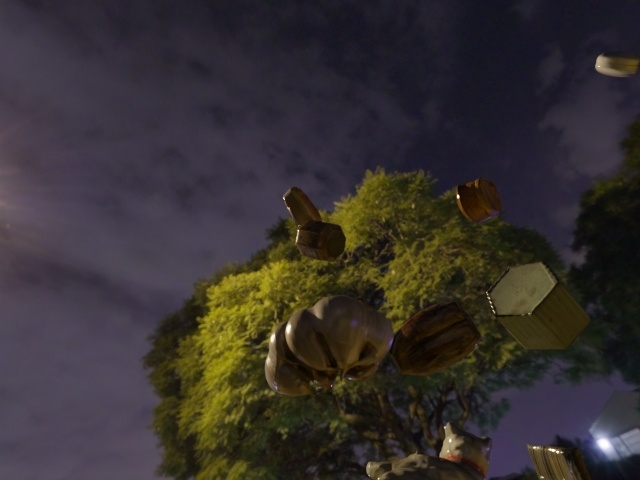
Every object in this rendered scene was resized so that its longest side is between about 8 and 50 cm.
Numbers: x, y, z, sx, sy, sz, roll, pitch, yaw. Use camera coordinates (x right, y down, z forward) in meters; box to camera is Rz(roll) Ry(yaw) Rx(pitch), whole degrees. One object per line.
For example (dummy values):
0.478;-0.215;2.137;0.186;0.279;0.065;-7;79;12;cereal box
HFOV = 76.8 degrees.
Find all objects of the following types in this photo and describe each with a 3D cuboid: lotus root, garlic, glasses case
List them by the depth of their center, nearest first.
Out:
0.016;0.215;0.845;0.281;0.203;0.184;-7;-70;-2;garlic
0.760;-0.446;1.022;0.233;0.092;0.059;-25;-48;-43;glasses case
0.351;0.314;1.286;0.291;0.193;0.193;-35;-42;8;lotus root

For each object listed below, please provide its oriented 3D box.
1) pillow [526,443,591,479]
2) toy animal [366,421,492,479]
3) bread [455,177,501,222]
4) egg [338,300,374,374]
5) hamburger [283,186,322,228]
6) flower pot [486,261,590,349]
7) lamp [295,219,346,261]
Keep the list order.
0.661;0.630;1.123;0.038;0.113;0.203;-8;-21;-14;pillow
0.278;0.527;0.953;0.266;0.308;0.188;53;-119;-79;toy animal
0.719;-0.182;1.843;0.143;0.195;0.270;-23;-14;38;bread
0.115;0.371;1.544;0.279;0.279;0.310;-3;-63;-20;egg
-0.075;-0.134;1.740;0.116;0.210;0.173;-31;-7;-4;hamburger
0.672;0.204;1.263;0.190;0.209;0.239;42;-31;-17;flower pot
0.000;0.000;1.578;0.161;0.185;0.161;-7;-79;-41;lamp
